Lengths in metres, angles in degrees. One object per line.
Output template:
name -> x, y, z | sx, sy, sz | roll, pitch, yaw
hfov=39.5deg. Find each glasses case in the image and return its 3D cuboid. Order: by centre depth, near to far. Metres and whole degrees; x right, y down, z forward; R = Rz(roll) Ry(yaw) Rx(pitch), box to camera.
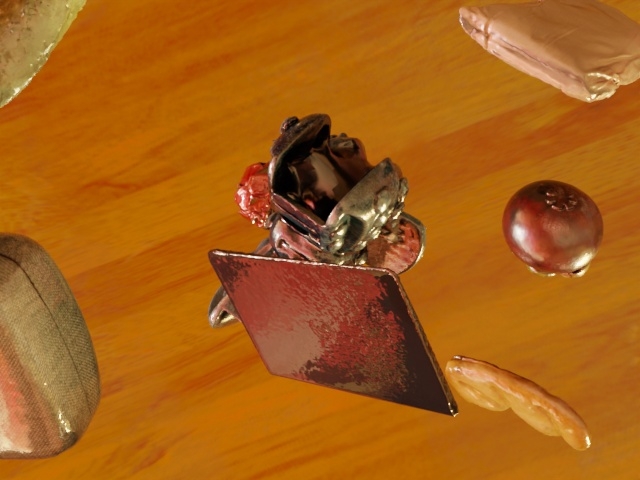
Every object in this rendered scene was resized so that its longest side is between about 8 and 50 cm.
glasses case -> -0.294, 0.068, 0.536 | 0.323, 0.074, 0.131 | -4, 120, 16

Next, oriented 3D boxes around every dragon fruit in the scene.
dragon fruit -> -0.081, -0.084, 1.562 | 0.130, 0.142, 0.121 | -9, 108, 43

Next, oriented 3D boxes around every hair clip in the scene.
hair clip -> 0.002, 0.000, 1.037 | 0.194, 0.206, 0.310 | 36, 126, 13

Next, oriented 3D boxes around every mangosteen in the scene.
mangosteen -> 0.413, -0.011, 1.595 | 0.200, 0.200, 0.200 | 0, 91, 2

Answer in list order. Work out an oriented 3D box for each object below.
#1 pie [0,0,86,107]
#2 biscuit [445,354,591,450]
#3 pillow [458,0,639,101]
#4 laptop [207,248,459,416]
pie -> -0.234, -0.160, 0.596 | 0.187, 0.041, 0.187 | -10, 61, 19
biscuit -> 0.373, 0.304, 1.704 | 0.299, 0.154, 0.045 | 20, 59, 30
pillow -> 0.280, -0.223, 0.986 | 0.173, 0.270, 0.067 | 37, 126, 20
laptop -> 0.005, 0.063, 0.667 | 0.016, 0.197, 0.135 | -46, 124, -34
